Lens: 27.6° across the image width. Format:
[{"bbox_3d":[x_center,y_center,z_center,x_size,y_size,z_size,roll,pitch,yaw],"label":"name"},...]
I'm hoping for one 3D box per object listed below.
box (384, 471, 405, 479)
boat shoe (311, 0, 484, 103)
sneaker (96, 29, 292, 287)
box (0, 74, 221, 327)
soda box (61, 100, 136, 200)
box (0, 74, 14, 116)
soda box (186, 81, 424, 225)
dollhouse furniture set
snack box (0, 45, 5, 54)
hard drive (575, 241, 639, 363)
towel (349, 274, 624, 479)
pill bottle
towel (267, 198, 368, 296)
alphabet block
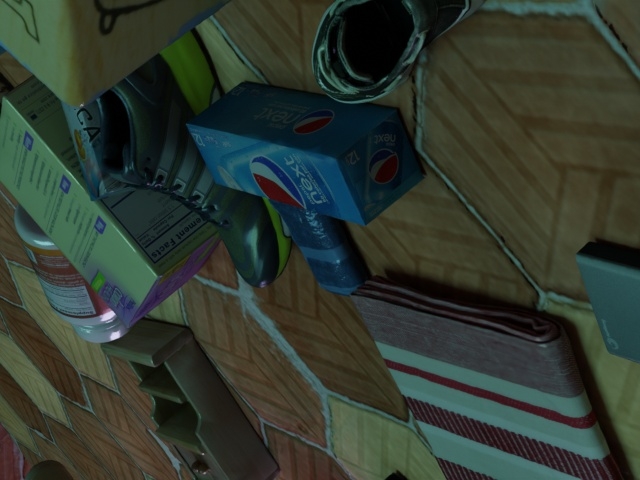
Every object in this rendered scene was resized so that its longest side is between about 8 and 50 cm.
[{"bbox_3d":[0.046,0.370,1.463,0.077,0.180,0.147,38,154,20],"label":"box"},{"bbox_3d":[0.032,-0.139,0.894,0.078,0.070,0.219,51,156,-2],"label":"boat shoe"},{"bbox_3d":[-0.133,-0.073,1.207,0.111,0.121,0.300,4,129,58],"label":"sneaker"},{"bbox_3d":[-0.226,-0.055,1.398,0.243,0.117,0.213,49,156,3],"label":"box"},{"bbox_3d":[-0.213,-0.135,1.257,0.058,0.063,0.183,-18,90,64],"label":"soda box"},{"bbox_3d":[-0.481,-0.216,1.620,0.244,0.100,0.060,47,155,6],"label":"box"},{"bbox_3d":[-0.017,-0.075,1.069,0.210,0.071,0.067,17,140,50],"label":"soda box"},{"bbox_3d":[-0.289,0.324,1.709,0.362,0.394,0.256,3,128,58],"label":"dollhouse furniture set"},{"bbox_3d":[-0.434,-0.360,1.383,0.187,0.060,0.322,32,150,35],"label":"snack box"},{"bbox_3d":[0.240,0.054,0.876,0.135,0.022,0.094,18,141,50],"label":"hard drive"},{"bbox_3d":[0.174,0.177,1.153,0.237,0.037,0.329,14,139,50],"label":"towel"},{"bbox_3d":[-0.294,0.028,1.627,0.121,0.121,0.216,33,151,32],"label":"pill bottle"},{"bbox_3d":[0.000,0.000,1.198,0.067,0.029,0.119,12,136,53],"label":"towel"},{"bbox_3d":[-0.176,-0.254,0.944,0.193,0.192,0.197,40,155,17],"label":"alphabet block"}]
